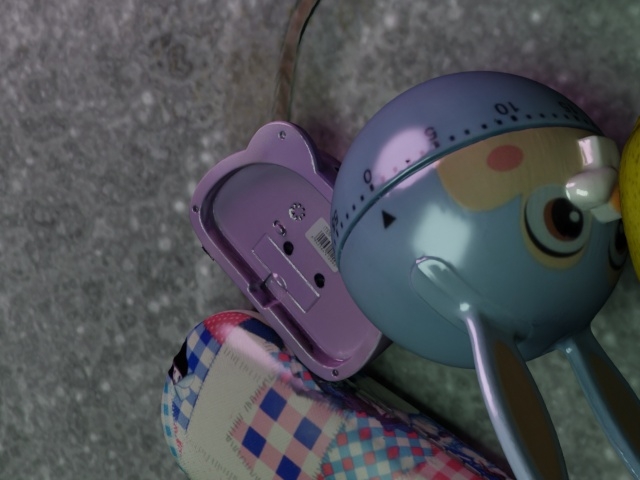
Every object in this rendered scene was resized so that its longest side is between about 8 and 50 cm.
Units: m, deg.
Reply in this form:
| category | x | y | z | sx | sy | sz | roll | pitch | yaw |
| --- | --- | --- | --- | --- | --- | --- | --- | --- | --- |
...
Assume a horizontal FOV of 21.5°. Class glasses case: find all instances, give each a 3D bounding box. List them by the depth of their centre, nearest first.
| category | x | y | z | sx | sy | sz | roll | pitch | yaw |
| --- | --- | --- | --- | --- | --- | --- | --- | --- | --- |
| glasses case | 0.034 | 0.161 | 1.032 | 0.327 | 0.076 | 0.125 | 33 | 121 | 23 |

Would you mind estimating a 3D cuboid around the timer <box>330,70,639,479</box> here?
| category | x | y | z | sx | sy | sz | roll | pitch | yaw |
| --- | --- | --- | --- | --- | --- | --- | --- | --- | --- |
| timer | 0.111 | 0.015 | 0.857 | 0.255 | 0.175 | 0.175 | 44 | 127 | 41 |

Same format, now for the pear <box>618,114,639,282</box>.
| category | x | y | z | sx | sy | sz | roll | pitch | yaw |
| --- | --- | --- | --- | --- | --- | --- | --- | --- | --- |
| pear | 0.231 | -0.013 | 0.769 | 0.198 | 0.198 | 0.198 | 12 | 111 | 32 |

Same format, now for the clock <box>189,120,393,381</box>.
| category | x | y | z | sx | sy | sz | roll | pitch | yaw |
| --- | --- | --- | --- | --- | --- | --- | --- | --- | --- |
| clock | 0.000 | 0.000 | 1.019 | 0.153 | 0.050 | 0.110 | 49 | 124 | 13 |
